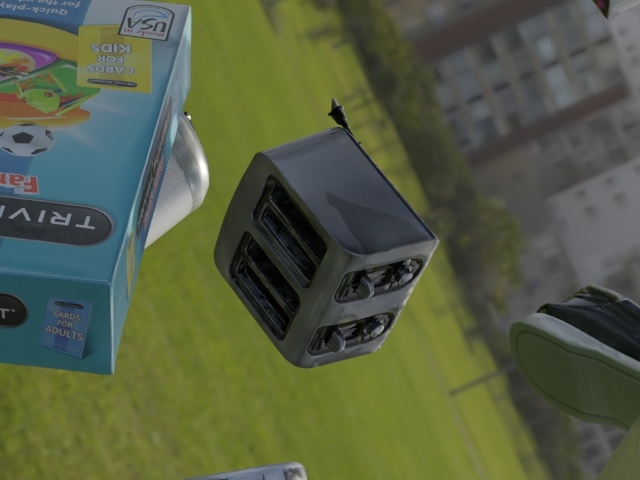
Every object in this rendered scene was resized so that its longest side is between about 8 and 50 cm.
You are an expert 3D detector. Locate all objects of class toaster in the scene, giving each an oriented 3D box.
[{"bbox_3d":[0.000,0.000,1.752,0.185,0.110,0.168,52,-42,25],"label":"toaster"}]

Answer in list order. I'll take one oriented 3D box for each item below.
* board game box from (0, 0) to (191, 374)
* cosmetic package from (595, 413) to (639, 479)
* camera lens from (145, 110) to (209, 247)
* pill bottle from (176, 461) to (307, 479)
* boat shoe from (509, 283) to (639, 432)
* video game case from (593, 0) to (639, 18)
[{"bbox_3d":[-0.236,-0.058,1.294,0.336,0.254,0.079,-82,177,-53],"label":"board game box"},{"bbox_3d":[0.229,0.179,1.283,0.239,0.060,0.099,101,2,-65],"label":"cosmetic package"},{"bbox_3d":[-0.272,-0.062,2.004,0.219,0.274,0.219,44,-19,20],"label":"camera lens"},{"bbox_3d":[-0.055,0.297,1.439,0.130,0.130,0.245,42,38,-81],"label":"pill bottle"},{"bbox_3d":[0.275,0.114,1.468,0.302,0.091,0.114,35,-33,42],"label":"boat shoe"},{"bbox_3d":[0.276,-0.321,1.641,0.232,0.210,0.042,59,-12,27],"label":"video game case"}]
